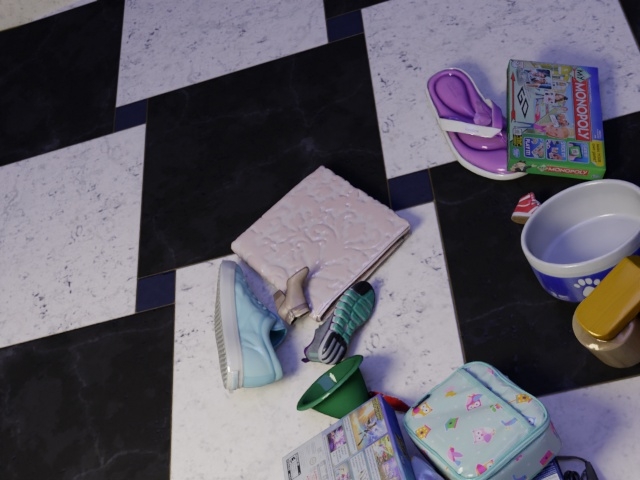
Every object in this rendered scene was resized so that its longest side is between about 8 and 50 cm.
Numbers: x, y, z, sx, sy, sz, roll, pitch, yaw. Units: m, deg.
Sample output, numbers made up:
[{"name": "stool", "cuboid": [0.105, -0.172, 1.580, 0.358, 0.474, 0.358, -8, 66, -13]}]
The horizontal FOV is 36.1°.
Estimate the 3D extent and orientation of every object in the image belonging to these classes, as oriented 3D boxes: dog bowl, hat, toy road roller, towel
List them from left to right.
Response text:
[{"name": "towel", "cuboid": [0.000, 0.000, 2.300, 0.317, 0.053, 0.332, -42, 51, -13]}, {"name": "hat", "cuboid": [0.079, 0.353, 2.012, 0.173, 0.183, 0.208, -43, 6, -27]}, {"name": "dog bowl", "cuboid": [0.548, -0.002, 1.990, 0.264, 0.104, 0.265, -23, 31, 15]}, {"name": "toy road roller", "cuboid": [0.652, 0.131, 1.784, 0.329, 0.202, 0.241, -46, 52, 9]}]

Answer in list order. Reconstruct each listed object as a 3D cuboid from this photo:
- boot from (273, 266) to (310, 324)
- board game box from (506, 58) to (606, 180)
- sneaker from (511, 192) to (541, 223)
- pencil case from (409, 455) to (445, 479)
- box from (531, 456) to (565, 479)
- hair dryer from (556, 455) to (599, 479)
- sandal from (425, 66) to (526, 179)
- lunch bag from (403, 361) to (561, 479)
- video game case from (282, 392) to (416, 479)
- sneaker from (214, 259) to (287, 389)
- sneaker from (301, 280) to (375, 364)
[{"name": "boot", "cuboid": [-0.049, 0.126, 2.174, 0.118, 0.042, 0.087, -44, 62, 13]}, {"name": "board game box", "cuboid": [0.536, -0.282, 2.257, 0.213, 0.046, 0.317, 5, 54, 2]}, {"name": "sneaker", "cuboid": [0.484, -0.067, 2.159, 0.118, 0.042, 0.067, 9, 61, 30]}, {"name": "pencil case", "cuboid": [0.128, 0.525, 1.801, 0.124, 0.113, 0.273, 32, 71, 35]}, {"name": "box", "cuboid": [0.379, 0.483, 1.713, 0.136, 0.036, 0.225, -27, 35, 12]}, {"name": "hair dryer", "cuboid": [0.484, 0.496, 1.699, 0.293, 0.080, 0.224, 21, 65, 33]}, {"name": "sandal", "cuboid": [0.360, -0.291, 2.342, 0.169, 0.102, 0.416, -32, 49, -3]}, {"name": "lunch bag", "cuboid": [0.297, 0.347, 1.826, 0.224, 0.108, 0.279, -39, 31, -9]}, {"name": "video game case", "cuboid": [0.051, 0.443, 1.839, 0.244, 0.061, 0.269, -36, 25, 10]}, {"name": "sneaker", "cuboid": [-0.156, 0.189, 2.195, 0.150, 0.135, 0.366, 2, 44, -13]}, {"name": "sneaker", "cuboid": [0.033, 0.174, 2.138, 0.098, 0.083, 0.224, -10, 35, 46]}]
